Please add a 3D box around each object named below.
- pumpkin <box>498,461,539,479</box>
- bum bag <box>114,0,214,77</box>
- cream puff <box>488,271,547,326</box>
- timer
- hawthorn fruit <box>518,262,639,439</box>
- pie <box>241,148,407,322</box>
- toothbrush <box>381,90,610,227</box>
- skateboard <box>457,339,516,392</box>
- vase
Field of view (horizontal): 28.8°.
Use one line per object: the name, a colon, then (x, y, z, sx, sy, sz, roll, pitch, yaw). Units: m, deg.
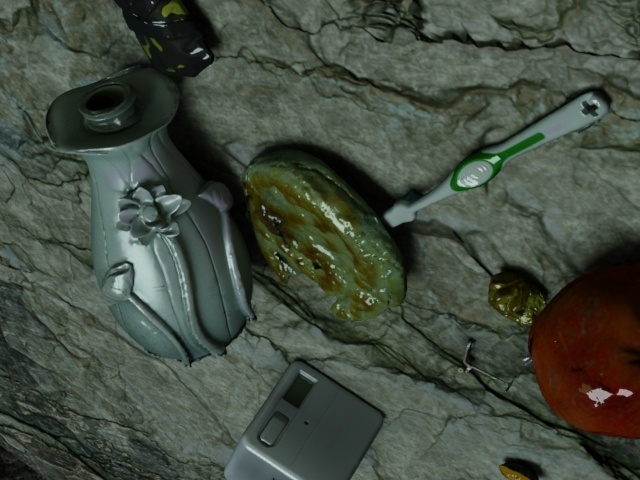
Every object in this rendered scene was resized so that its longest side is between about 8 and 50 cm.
pumpkin: (0.325, 0.376, 2.005, 0.083, 0.028, 0.050, 16, 147, 43)
bum bag: (-0.210, -0.299, 1.568, 0.106, 0.060, 0.232, 0, 137, 31)
cream puff: (0.258, 0.074, 1.635, 0.083, 0.083, 0.058, 45, 109, 5)
timer: (-0.031, 0.359, 2.166, 0.194, 0.192, 0.195, 32, 149, 5)
hawthorn fruit: (0.343, 0.134, 1.500, 0.211, 0.211, 0.299, 45, 157, -16)
pie: (0.000, -0.005, 1.744, 0.302, 0.067, 0.302, 34, 153, 20)
toothbrush: (0.194, -0.087, 1.485, 0.042, 0.040, 0.418, 44, 148, -11)
skateboard: (0.246, 0.183, 1.821, 0.083, 0.032, 0.064, 27, 138, 19)
vase: (-0.243, -0.035, 1.811, 0.249, 0.250, 0.445, 15, 141, 29)
